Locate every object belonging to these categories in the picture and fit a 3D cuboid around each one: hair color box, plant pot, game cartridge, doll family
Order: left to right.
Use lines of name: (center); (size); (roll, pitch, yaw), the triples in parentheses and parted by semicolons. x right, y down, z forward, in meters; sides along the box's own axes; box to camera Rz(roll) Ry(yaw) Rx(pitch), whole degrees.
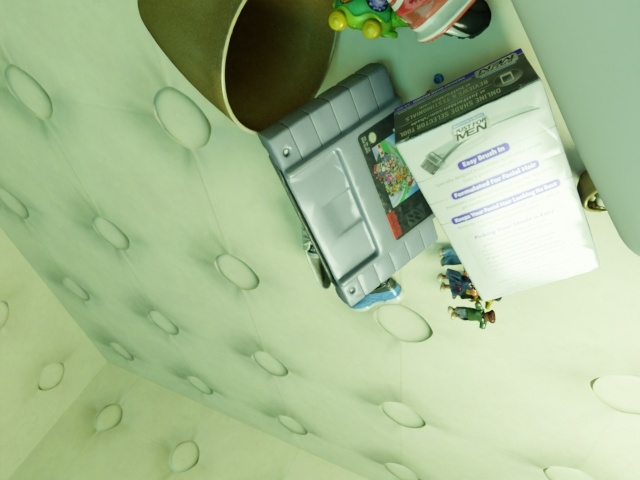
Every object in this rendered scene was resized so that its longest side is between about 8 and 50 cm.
plant pot: (-0.144, -0.316, 0.717); (0.254, 0.237, 0.237); (32, 145, 24)
game cartridge: (0.070, -0.080, 0.808); (0.068, 0.230, 0.355); (43, 163, 54)
doll family: (0.298, 0.084, 0.944); (0.111, 0.076, 0.193); (0, 129, 42)
hair color box: (0.261, -0.073, 0.706); (0.185, 0.110, 0.339); (-21, 127, 24)

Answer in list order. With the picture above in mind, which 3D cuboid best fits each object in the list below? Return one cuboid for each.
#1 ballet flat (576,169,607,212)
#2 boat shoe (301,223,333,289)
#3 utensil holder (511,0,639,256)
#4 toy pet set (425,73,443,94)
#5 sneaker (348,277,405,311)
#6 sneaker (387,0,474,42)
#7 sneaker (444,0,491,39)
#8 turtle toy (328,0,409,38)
ballet flat: (0.477, -0.059, 0.656); (0.232, 0.073, 0.080); (3, 134, 33)
boat shoe: (0.000, 0.000, 1.050); (0.096, 0.088, 0.268); (14, 139, 23)
utensil holder: (0.307, -0.212, 0.335); (0.327, 0.327, 0.386); (-18, 107, 46)
toy pet set: (0.200, -0.168, 0.740); (0.122, 0.065, 0.114); (28, 142, 7)
sneaker: (0.110, 0.115, 1.121); (0.152, 0.058, 0.085); (-16, 128, 40)
sneaker: (0.146, -0.331, 0.497); (0.128, 0.087, 0.221); (37, 99, -22)
sneaker: (0.112, -0.364, 0.561); (0.283, 0.107, 0.124); (39, 136, -9)
turtle toy: (0.077, -0.313, 0.660); (0.130, 0.095, 0.066); (21, 120, 15)
